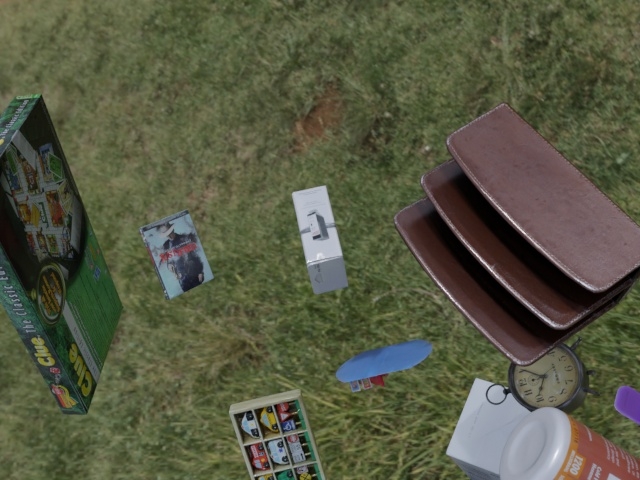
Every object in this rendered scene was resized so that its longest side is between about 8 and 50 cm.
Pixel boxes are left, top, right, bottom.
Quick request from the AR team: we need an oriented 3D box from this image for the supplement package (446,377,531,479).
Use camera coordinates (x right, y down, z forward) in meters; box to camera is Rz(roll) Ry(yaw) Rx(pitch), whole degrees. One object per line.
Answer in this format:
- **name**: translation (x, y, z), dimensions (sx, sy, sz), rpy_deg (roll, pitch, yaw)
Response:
- **supplement package**: translation (0.460, 0.493, 1.706), dimensions (0.198, 0.262, 0.199), rpy_deg (12, 65, 36)

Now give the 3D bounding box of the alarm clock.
- **alarm clock**: translation (0.380, 0.248, 1.246), dimensions (0.192, 0.064, 0.129), rpy_deg (-21, 53, 22)

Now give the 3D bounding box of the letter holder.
- **letter holder**: translation (0.264, -0.007, 0.996), dimensions (0.215, 0.152, 0.301), rpy_deg (-30, 63, -16)

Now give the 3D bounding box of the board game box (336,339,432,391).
- **board game box**: translation (0.111, 0.214, 1.197), dimensions (0.169, 0.133, 0.033), rpy_deg (-16, 98, 18)

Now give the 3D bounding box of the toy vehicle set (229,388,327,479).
- **toy vehicle set**: translation (-0.092, 0.481, 1.641), dimensions (0.166, 0.035, 0.266), rpy_deg (-15, 106, 3)

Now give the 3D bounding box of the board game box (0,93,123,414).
- **board game box**: translation (-0.232, 0.021, 0.618), dimensions (0.030, 0.259, 0.136), rpy_deg (-3, 41, 4)

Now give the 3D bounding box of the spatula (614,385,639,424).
- **spatula**: translation (0.739, 0.419, 1.507), dimensions (0.296, 0.084, 0.030), rpy_deg (43, 136, -6)

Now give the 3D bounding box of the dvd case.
- **dvd case**: translation (-0.223, 0.021, 1.109), dimensions (0.013, 0.087, 0.119), rpy_deg (-9, 103, 51)

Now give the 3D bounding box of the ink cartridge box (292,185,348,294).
- **ink cartridge box**: translation (0.000, 0.000, 1.101), dimensions (0.056, 0.099, 0.135), rpy_deg (-13, 57, 0)

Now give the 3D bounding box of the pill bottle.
- **pill bottle**: translation (0.341, 0.307, 0.876), dimensions (0.121, 0.216, 0.121), rpy_deg (-57, 7, 11)
